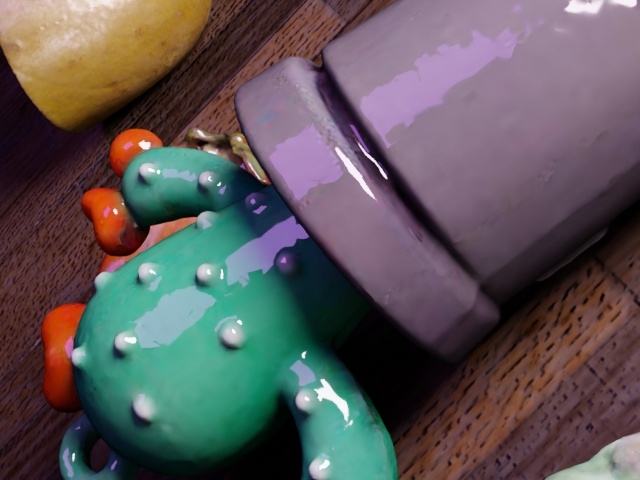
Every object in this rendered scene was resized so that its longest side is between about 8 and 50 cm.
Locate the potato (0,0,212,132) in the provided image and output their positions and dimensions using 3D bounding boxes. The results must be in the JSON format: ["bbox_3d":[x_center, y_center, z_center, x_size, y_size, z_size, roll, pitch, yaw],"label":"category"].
[{"bbox_3d":[-0.167,-0.201,1.032,0.158,0.178,0.203,-24,30,6],"label":"potato"}]

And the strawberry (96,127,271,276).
[{"bbox_3d":[-0.082,0.015,0.845,0.187,0.082,0.146,-57,35,3],"label":"strawberry"}]

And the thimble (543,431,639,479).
[{"bbox_3d":[0.153,0.181,0.441,0.219,0.150,0.219,-25,46,29],"label":"thimble"}]

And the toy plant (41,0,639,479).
[{"bbox_3d":[0.008,0.011,0.682,0.400,0.279,0.185,-36,-2,10],"label":"toy plant"}]
